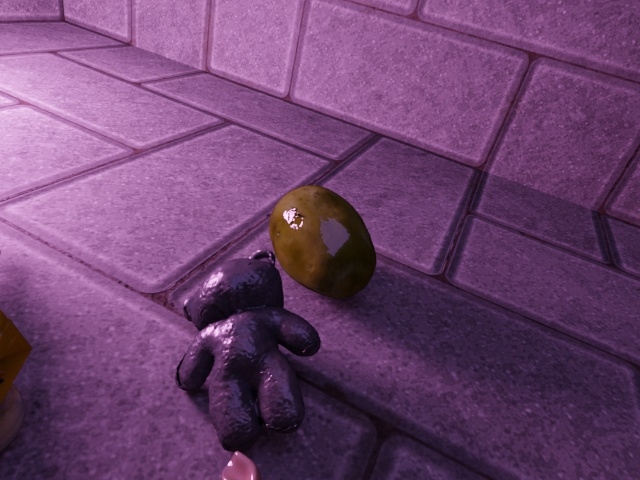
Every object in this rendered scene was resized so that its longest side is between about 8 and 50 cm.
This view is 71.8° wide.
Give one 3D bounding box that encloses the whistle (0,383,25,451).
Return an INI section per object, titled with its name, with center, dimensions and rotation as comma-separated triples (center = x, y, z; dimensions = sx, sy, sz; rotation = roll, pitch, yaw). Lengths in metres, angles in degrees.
[whistle]
center = -0.502, 0.213, 0.609
dimensions = 0.258, 0.067, 0.126
rotation = 33, 36, 31

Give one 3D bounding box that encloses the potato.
[potato]
center = 0.002, 0.001, 1.013
dimensions = 0.215, 0.216, 0.304
rotation = -12, 50, -35

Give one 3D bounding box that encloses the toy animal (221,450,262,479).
[toy animal]
center = -0.134, 0.358, 0.454
dimensions = 0.250, 0.167, 0.154
rotation = -11, -4, -43

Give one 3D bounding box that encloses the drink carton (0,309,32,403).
[drink carton]
center = -0.480, 0.233, 0.459
dimensions = 0.154, 0.111, 0.351
rotation = 2, 46, 1

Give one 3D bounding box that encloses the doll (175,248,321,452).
[doll]
center = -0.126, 0.186, 0.763
dimensions = 0.245, 0.158, 0.340
rotation = -25, 57, -3
